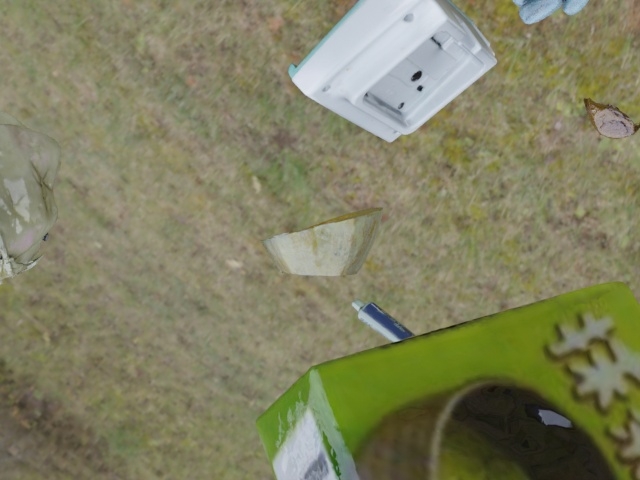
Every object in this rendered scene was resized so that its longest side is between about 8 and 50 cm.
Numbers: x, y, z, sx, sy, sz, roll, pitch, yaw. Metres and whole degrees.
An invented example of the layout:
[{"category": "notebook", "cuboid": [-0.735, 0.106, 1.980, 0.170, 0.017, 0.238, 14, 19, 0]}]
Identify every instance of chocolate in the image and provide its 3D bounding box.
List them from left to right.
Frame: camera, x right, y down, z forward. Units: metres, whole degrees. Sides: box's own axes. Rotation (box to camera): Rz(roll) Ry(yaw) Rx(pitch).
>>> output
[{"category": "chocolate", "cuboid": [0.141, 0.190, 0.632, 0.137, 0.288, 0.301, 108, 144, -56]}]

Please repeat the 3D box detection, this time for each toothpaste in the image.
[{"category": "toothpaste", "cuboid": [0.165, 0.199, 1.951, 0.268, 0.047, 0.069, 37, 172, 29]}]

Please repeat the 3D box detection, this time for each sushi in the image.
[{"category": "sushi", "cuboid": [0.456, -0.191, 1.505, 0.099, 0.047, 0.050, 34, 117, -8]}]

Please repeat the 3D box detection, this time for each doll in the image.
[{"category": "doll", "cuboid": [0.320, -0.347, 1.205, 0.179, 0.075, 0.120, -29, 81, 26]}]

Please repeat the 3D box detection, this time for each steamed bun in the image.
[{"category": "steamed bun", "cuboid": [-0.546, -0.069, 1.419, 0.280, 0.207, 0.268, 28, 100, 4]}]

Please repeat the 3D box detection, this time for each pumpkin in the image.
[{"category": "pumpkin", "cuboid": [0.010, 0.015, 1.619, 0.217, 0.217, 0.110, -6, 99, 35]}]

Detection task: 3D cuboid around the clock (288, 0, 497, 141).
[{"category": "clock", "cuboid": [0.119, -0.255, 1.399, 0.231, 0.262, 0.116, -43, 59, 18]}]
